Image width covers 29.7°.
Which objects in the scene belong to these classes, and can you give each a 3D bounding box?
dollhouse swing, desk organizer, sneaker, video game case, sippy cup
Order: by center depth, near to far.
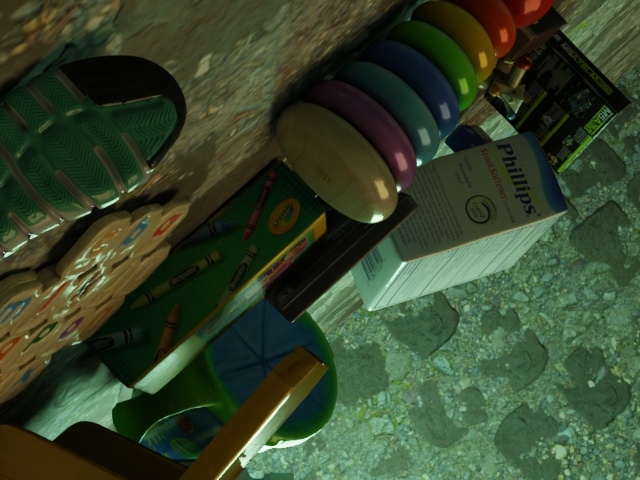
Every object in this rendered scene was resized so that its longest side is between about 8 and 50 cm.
[{"bbox_3d":[-0.183,-0.033,0.703,0.224,0.083,0.098,-36,-169,-18],"label":"sneaker"},{"bbox_3d":[-0.199,0.198,1.304,0.347,0.315,0.304,61,54,-82],"label":"dollhouse swing"},{"bbox_3d":[0.000,0.000,1.475,0.196,0.026,0.274,-42,-163,-5],"label":"video game case"},{"bbox_3d":[-0.135,0.202,1.634,0.224,0.306,0.240,-36,-140,37],"label":"sippy cup"},{"bbox_3d":[0.286,-0.289,1.653,0.050,0.047,0.130,-45,172,33],"label":"desk organizer"}]

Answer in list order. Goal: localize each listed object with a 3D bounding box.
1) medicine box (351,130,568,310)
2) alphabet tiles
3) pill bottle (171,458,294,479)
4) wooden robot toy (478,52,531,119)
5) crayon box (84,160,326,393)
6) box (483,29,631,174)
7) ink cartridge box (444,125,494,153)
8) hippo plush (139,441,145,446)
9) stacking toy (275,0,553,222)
[{"bbox_3d":[0.205,-0.026,1.936,0.289,0.149,0.263,-17,164,-16],"label":"medicine box"},{"bbox_3d":[-0.236,0.063,1.058,0.278,0.021,0.284,-45,171,19],"label":"alphabet tiles"},{"bbox_3d":[-0.169,0.355,1.542,0.272,0.152,0.152,1,168,-1],"label":"pill bottle"},{"bbox_3d":[0.246,-0.237,1.688,0.173,0.079,0.076,-78,-176,-57],"label":"wooden robot toy"},{"bbox_3d":[-0.118,0.047,1.324,0.278,0.081,0.165,-42,172,-6],"label":"crayon box"},{"bbox_3d":[0.366,-0.222,1.894,0.045,0.184,0.190,-39,170,-32],"label":"box"},{"bbox_3d":[0.287,-0.156,2.159,0.046,0.097,0.207,-45,171,15],"label":"ink cartridge box"},{"bbox_3d":[-0.223,0.326,2.041,0.294,0.234,0.236,-74,178,-77],"label":"hippo plush"},{"bbox_3d":[0.112,-0.175,1.169,0.330,0.141,0.141,-47,173,-15],"label":"stacking toy"}]
